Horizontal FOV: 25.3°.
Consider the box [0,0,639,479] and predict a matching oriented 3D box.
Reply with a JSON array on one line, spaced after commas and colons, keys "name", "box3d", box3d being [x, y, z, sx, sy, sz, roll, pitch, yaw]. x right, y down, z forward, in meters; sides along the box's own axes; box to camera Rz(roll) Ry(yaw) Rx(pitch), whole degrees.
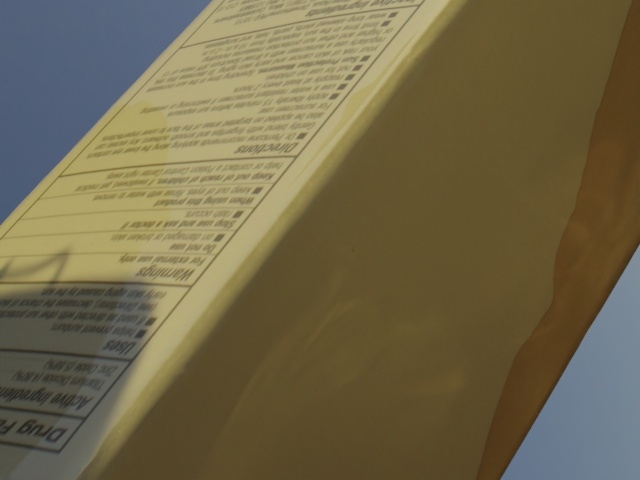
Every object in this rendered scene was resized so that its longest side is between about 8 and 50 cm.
[{"name": "box", "box3d": [0.000, 0.000, 0.464, 0.311, 0.148, 0.121, -52, -57, -30]}]
